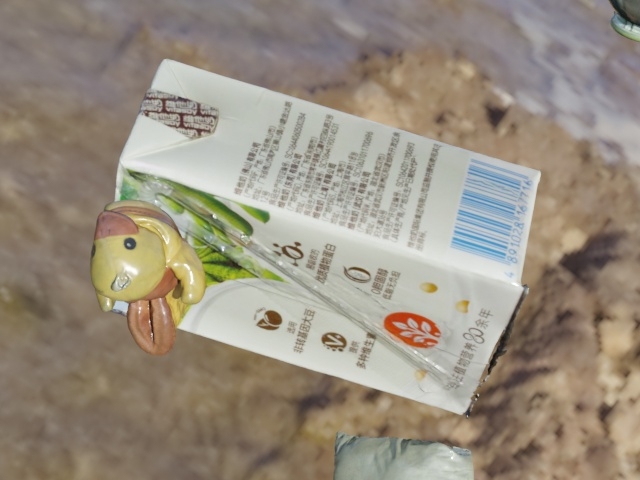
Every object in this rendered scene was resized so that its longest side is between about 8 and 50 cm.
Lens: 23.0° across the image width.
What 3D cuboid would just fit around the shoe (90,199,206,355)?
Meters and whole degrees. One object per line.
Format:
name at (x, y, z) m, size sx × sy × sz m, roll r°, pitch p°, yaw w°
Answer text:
shoe at (-0.108, 0.024, 1.002) m, size 0.072 × 0.109 × 0.069 m, roll 5°, pitch 59°, yaw -2°

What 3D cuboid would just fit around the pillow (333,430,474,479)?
pillow at (0.065, 0.242, 1.248) m, size 0.078 × 0.134 × 0.181 m, roll 8°, pitch 78°, yaw -39°

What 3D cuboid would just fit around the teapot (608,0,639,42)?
teapot at (0.201, -0.146, 0.877) m, size 0.092 × 0.091 × 0.124 m, roll 1°, pitch 28°, yaw -9°

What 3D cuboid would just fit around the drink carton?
drink carton at (0.001, 0.000, 1.269) m, size 0.324 × 0.194 × 0.132 m, roll 16°, pitch 50°, yaw 0°
